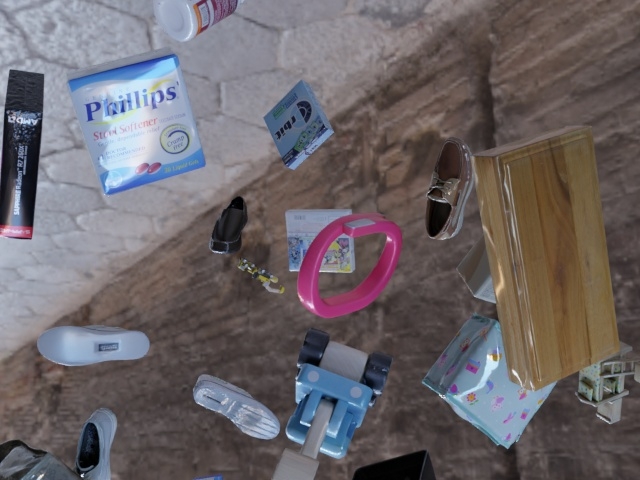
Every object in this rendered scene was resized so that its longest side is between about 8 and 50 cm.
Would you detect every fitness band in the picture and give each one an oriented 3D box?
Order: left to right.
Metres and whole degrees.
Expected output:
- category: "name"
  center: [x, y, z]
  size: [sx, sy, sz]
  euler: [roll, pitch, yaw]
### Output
- category: "fitness band"
  center: [0.063, 0.049, 1.494]
  size: [0.054, 0.209, 0.290]
  euler: [29, -158, 32]

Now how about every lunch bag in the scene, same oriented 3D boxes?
- category: "lunch bag"
  center: [-0.567, 0.533, 1.489]
  size: [0.287, 0.169, 0.235]
  euler: [-7, 126, 53]
- category: "lunch bag"
  center: [0.409, 0.334, 1.734]
  size: [0.262, 0.223, 0.160]
  euler: [40, 173, -17]

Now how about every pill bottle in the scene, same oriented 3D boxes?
- category: "pill bottle"
  center: [-0.250, -0.535, 1.620]
  size: [0.221, 0.121, 0.121]
  euler: [-45, -166, -35]

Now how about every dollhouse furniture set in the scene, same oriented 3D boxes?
- category: "dollhouse furniture set"
  center: [0.595, 0.314, 1.472]
  size: [0.101, 0.182, 0.161]
  euler: [-13, -158, -23]

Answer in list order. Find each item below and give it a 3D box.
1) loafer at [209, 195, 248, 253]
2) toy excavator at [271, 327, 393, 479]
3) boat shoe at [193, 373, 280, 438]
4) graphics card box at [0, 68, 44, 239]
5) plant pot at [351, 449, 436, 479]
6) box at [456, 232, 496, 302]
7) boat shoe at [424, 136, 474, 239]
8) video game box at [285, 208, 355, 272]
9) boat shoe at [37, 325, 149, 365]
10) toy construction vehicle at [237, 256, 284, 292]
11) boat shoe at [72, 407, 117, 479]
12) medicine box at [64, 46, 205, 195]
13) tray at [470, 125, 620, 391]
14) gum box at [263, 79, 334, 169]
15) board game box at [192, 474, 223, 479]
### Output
- category: "loafer"
  center: [-0.230, -0.043, 1.849]
  size: [0.080, 0.220, 0.078]
  euler: [5, 122, 0]
- category: "toy excavator"
  center: [0.003, 0.439, 1.743]
  size: [0.222, 0.445, 0.433]
  euler: [19, 156, 7]
- category: "boat shoe"
  center: [-0.188, 0.375, 1.716]
  size: [0.226, 0.076, 0.083]
  euler: [37, 108, -17]
- category: "graphics card box"
  center: [-0.762, -0.218, 1.885]
  size: [0.094, 0.233, 0.371]
  euler: [5, 124, -22]
- category: "plant pot"
  center: [0.174, 0.604, 1.638]
  size: [0.187, 0.167, 0.188]
  euler: [-23, -171, 21]
- category: "box"
  center: [0.508, 0.010, 1.898]
  size: [0.148, 0.121, 0.311]
  euler: [19, 118, -31]
- category: "boat shoe"
  center: [0.385, -0.150, 2.249]
  size: [0.123, 0.325, 0.116]
  euler: [16, -157, 36]
- category: "video game box"
  center: [0.000, 0.000, 2.227]
  size: [0.205, 0.187, 0.048]
  euler: [1, -170, 22]
- category: "boat shoe"
  center: [-0.566, 0.253, 1.842]
  size: [0.267, 0.096, 0.088]
  euler: [-1, 180, -28]
- category: "toy construction vehicle"
  center: [-0.133, 0.080, 1.642]
  size: [0.098, 0.035, 0.086]
  euler: [33, 175, -31]
- category: "boat shoe"
  center: [-0.505, 0.480, 1.616]
  size: [0.079, 0.228, 0.081]
  euler: [15, -169, 15]
- category: "medicine box"
  center: [-0.449, -0.295, 1.809]
  size: [0.263, 0.289, 0.149]
  euler: [-18, -153, -13]
- category: "tray"
  center: [0.393, 0.029, 1.266]
  size: [0.202, 0.411, 0.076]
  euler: [-19, -166, -22]
- category: "gum box"
  center: [-0.061, -0.308, 1.969]
  size: [0.157, 0.184, 0.041]
  euler: [-41, 145, 24]
- category: "board game box"
  center: [-0.263, 0.805, 1.852]
  size: [0.078, 0.347, 0.233]
  euler: [-6, -160, -5]
